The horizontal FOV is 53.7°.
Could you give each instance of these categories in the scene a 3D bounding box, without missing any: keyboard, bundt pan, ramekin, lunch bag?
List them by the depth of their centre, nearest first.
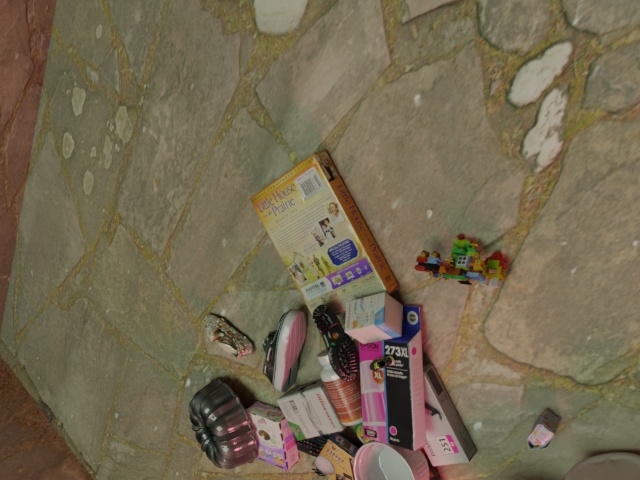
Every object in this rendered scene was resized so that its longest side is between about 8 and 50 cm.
[{"bbox_3d":[0.533,0.458,1.514,0.053,0.071,0.083,36,126,18],"label":"lunch bag"},{"bbox_3d":[0.204,0.642,1.760,0.207,0.109,0.207,7,101,39],"label":"ramekin"},{"bbox_3d":[0.047,0.710,2.053,0.317,0.033,0.202,7,113,39],"label":"keyboard"},{"bbox_3d":[-0.364,0.670,2.260,0.330,0.124,0.331,30,130,43],"label":"bundt pan"}]

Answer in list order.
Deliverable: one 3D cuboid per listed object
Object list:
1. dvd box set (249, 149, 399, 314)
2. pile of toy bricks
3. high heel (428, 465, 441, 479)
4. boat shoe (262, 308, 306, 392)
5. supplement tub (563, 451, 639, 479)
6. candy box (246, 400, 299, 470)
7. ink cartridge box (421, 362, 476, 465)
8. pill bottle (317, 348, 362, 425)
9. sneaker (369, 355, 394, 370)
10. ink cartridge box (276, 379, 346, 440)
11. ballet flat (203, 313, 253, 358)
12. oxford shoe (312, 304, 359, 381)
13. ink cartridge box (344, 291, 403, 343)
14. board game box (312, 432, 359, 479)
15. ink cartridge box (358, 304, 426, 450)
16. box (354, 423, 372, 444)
[{"bbox_3d":[0.000,0.000,1.763,0.307,0.062,0.421,-30,89,43],"label":"dvd box set"},{"bbox_3d":[0.329,0.039,1.496,0.212,0.118,0.105,4,73,49],"label":"pile of toy bricks"},{"bbox_3d":[0.251,0.746,1.851,0.261,0.093,0.186,-25,97,29],"label":"high heel"},{"bbox_3d":[-0.131,0.337,1.975,0.119,0.121,0.335,28,127,22],"label":"boat shoe"},{"bbox_3d":[0.683,0.662,1.386,0.207,0.207,0.338,-17,98,42],"label":"supplement tub"},{"bbox_3d":[-0.166,0.673,2.185,0.164,0.070,0.196,7,114,38],"label":"candy box"},{"bbox_3d":[0.268,0.493,1.758,0.238,0.060,0.275,-27,91,42],"label":"ink cartridge box"},{"bbox_3d":[0.074,0.416,1.841,0.121,0.121,0.216,-20,95,43],"label":"pill bottle"},{"bbox_3d":[0.154,0.322,1.655,0.083,0.035,0.031,-34,70,40],"label":"sneaker"},{"bbox_3d":[-0.013,0.526,1.978,0.208,0.086,0.153,-26,91,40],"label":"ink cartridge box"},{"bbox_3d":[-0.333,0.328,2.170,0.240,0.077,0.091,26,124,30],"label":"ballet flat"},{"bbox_3d":[0.048,0.281,1.763,0.082,0.096,0.227,-21,89,0],"label":"oxford shoe"},{"bbox_3d":[0.133,0.208,1.666,0.143,0.092,0.090,-19,140,34],"label":"ink cartridge box"},{"bbox_3d":[0.107,0.713,1.948,0.243,0.042,0.165,34,131,11],"label":"board game box"},{"bbox_3d":[0.190,0.358,1.695,0.175,0.069,0.371,-1,91,44],"label":"ink cartridge box"},{"bbox_3d":[0.182,0.599,1.877,0.179,0.043,0.105,48,132,19],"label":"box"}]
